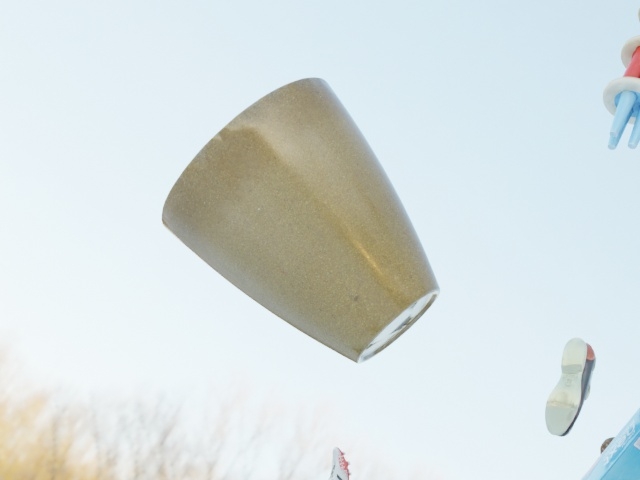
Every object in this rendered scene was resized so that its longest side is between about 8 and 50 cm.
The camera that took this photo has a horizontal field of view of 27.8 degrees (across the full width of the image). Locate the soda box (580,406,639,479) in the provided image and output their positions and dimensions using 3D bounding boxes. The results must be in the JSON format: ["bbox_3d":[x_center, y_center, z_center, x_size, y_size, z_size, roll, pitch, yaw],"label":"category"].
[{"bbox_3d":[0.358,0.310,1.585,0.067,0.210,0.071,35,18,1],"label":"soda box"}]

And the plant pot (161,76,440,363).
[{"bbox_3d":[0.000,0.000,1.379,0.254,0.237,0.237,49,-19,13],"label":"plant pot"}]

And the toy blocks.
[{"bbox_3d":[0.291,-0.113,1.066,0.123,0.148,0.054,38,-31,-18],"label":"toy blocks"}]

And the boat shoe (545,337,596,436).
[{"bbox_3d":[0.332,0.197,1.697,0.049,0.137,0.043,-1,-29,39],"label":"boat shoe"}]

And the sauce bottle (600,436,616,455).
[{"bbox_3d":[0.425,0.315,1.827,0.042,0.042,0.128,18,-19,32],"label":"sauce bottle"}]

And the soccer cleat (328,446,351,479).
[{"bbox_3d":[0.020,0.296,1.588,0.035,0.083,0.029,-7,-15,-15],"label":"soccer cleat"}]
